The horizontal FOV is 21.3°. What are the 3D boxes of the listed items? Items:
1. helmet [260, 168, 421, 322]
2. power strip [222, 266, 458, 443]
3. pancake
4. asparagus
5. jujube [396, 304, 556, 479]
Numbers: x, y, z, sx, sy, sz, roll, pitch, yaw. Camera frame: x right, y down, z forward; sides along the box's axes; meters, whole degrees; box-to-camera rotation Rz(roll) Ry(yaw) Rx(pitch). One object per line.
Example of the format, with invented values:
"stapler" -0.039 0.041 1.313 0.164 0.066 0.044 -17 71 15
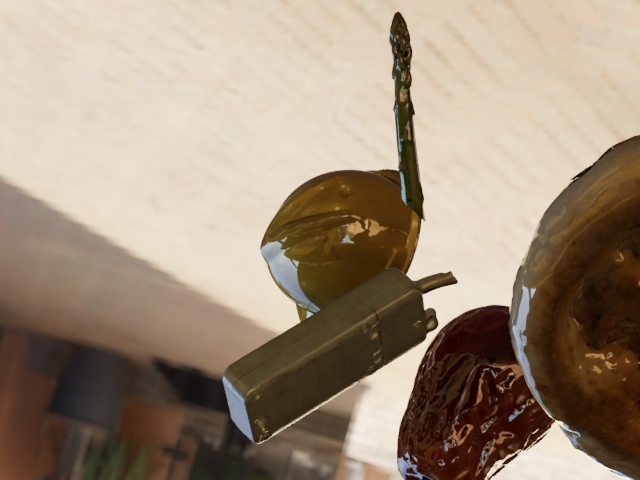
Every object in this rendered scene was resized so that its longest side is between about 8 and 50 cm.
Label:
"helmet" 0.000 0.000 2.147 0.140 0.205 0.257 22 131 -35
"power strip" 0.029 0.110 1.827 0.053 0.288 0.093 42 153 39
"pancake" 0.339 0.059 1.255 0.382 0.382 0.071 18 -147 -12
"asparagus" 0.095 -0.135 1.887 0.027 0.236 0.034 -4 -171 12
"jujube" 0.198 0.204 2.124 0.190 0.255 0.190 28 158 13
